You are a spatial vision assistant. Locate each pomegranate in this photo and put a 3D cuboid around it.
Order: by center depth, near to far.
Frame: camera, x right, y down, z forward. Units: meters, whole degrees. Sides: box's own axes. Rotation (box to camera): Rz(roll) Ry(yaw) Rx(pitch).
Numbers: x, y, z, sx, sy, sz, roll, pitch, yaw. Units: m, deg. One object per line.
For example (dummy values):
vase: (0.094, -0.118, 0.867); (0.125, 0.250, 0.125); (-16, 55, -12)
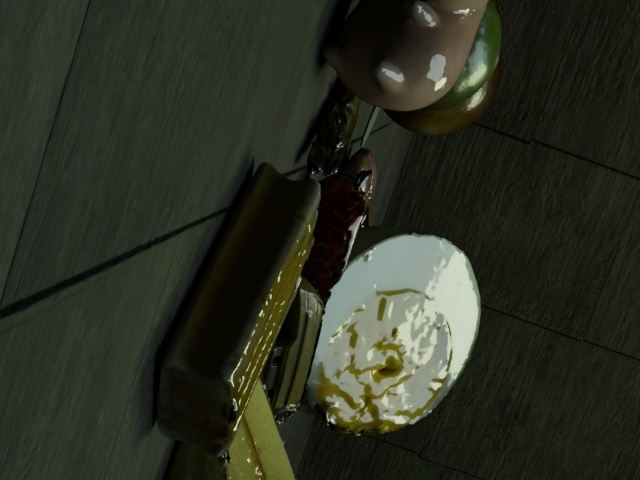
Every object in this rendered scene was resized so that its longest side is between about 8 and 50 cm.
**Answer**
pomegranate: (0.139, -0.259, 1.495); (0.210, 0.179, 0.179); (87, 23, -74)

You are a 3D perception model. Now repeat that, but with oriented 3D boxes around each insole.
insole: (0.102, -0.236, 2.102); (0.065, 0.004, 0.197); (103, 9, -51)

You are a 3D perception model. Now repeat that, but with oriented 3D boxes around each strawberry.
strawberry: (0.001, -0.003, 1.507); (0.140, 0.085, 0.192); (-77, -171, -66)

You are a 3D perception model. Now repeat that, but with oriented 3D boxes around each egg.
egg: (0.053, 0.111, 1.752); (0.337, 0.201, 0.337); (-17, 118, -35)

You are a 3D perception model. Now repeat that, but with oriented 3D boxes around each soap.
soap: (-0.070, 0.060, 1.082); (0.140, 0.073, 0.232); (105, 7, -53)

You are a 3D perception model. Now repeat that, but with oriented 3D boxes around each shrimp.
shrimp: (0.031, -0.168, 1.413); (0.219, 0.046, 0.152); (-70, 177, -47)

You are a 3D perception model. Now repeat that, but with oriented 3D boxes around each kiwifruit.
kiwifruit: (0.162, -0.245, 1.716); (0.234, 0.196, 0.196); (-132, -119, -89)

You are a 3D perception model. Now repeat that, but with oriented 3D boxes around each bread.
bread: (-0.073, 0.230, 1.313); (0.240, 0.135, 0.178); (-37, 146, -76)

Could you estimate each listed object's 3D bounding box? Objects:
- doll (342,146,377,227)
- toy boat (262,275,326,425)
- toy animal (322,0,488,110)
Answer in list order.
doll: (0.069, 0.012, 1.916); (0.201, 0.156, 0.303); (-39, 144, -68)
toy boat: (-0.053, 0.135, 1.464); (0.068, 0.088, 0.226); (55, -39, 43)
toy animal: (0.112, -0.257, 1.306); (0.250, 0.166, 0.154); (-61, 153, -2)
